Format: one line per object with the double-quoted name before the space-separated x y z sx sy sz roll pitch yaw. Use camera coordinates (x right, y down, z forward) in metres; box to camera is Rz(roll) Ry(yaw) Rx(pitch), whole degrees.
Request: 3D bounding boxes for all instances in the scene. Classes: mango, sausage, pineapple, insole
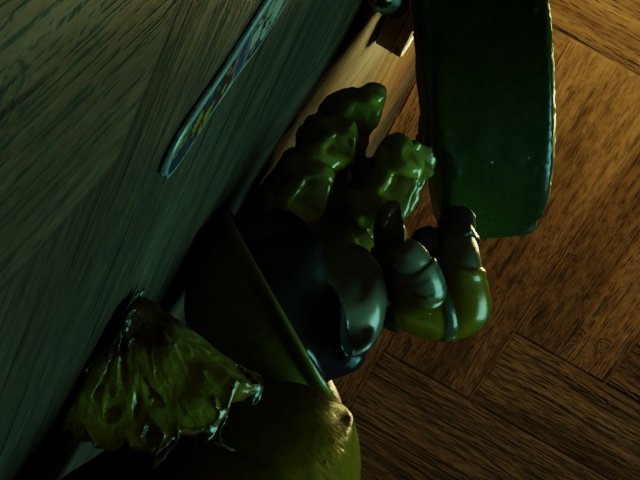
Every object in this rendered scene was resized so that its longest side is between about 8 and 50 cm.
"mango" -0.097 0.219 1.114 0.253 0.182 0.365 -10 -153 39
"sausage" 0.066 -0.234 1.522 0.033 0.033 0.269 -61 178 8
"pineapple" -0.109 0.090 1.058 0.069 0.137 0.116 -66 146 -83
"insole" -0.046 -0.113 0.938 0.197 0.004 0.065 -60 178 -30

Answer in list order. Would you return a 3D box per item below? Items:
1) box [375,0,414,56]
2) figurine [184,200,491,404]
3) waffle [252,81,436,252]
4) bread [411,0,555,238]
"box" 0.105 -0.270 1.862 0.105 0.037 0.105 -61 177 -5
"figurine" 0.014 0.053 1.312 0.192 0.257 0.167 -144 -128 -74
"waffle" 0.000 0.000 1.572 0.261 0.151 0.324 -56 173 -14
"bread" 0.160 -0.187 1.636 0.366 0.129 0.382 -92 177 -49
